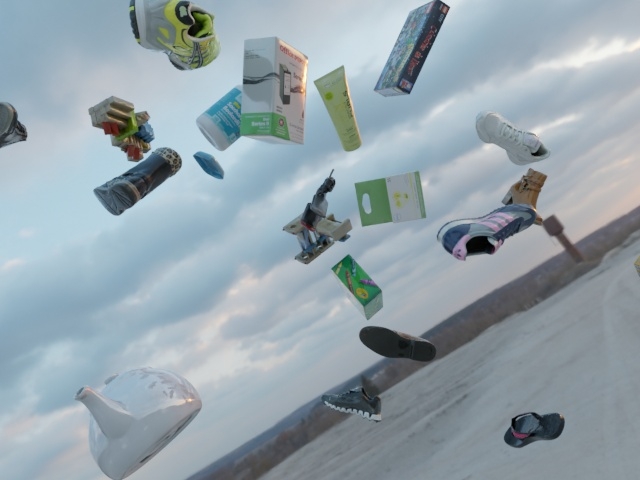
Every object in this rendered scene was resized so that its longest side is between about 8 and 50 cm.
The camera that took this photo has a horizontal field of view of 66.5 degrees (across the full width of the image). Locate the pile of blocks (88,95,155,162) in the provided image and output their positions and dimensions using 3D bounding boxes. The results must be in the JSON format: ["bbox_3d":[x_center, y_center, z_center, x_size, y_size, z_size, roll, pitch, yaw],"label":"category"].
[{"bbox_3d":[-0.621,-0.343,1.617,0.148,0.113,0.362,-14,-9,-1],"label":"pile of blocks"}]

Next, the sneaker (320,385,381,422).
[{"bbox_3d":[0.117,0.578,1.778,0.234,0.106,0.078,10,-7,19],"label":"sneaker"}]

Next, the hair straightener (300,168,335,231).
[{"bbox_3d":[0.014,-0.105,1.109,0.089,0.047,0.230,-50,6,29],"label":"hair straightener"}]

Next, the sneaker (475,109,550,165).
[{"bbox_3d":[0.667,-0.364,1.681,0.152,0.305,0.114,12,78,65],"label":"sneaker"}]

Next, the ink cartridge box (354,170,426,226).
[{"bbox_3d":[0.248,-0.145,1.744,0.234,0.171,0.056,-9,6,9],"label":"ink cartridge box"}]

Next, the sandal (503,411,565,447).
[{"bbox_3d":[0.403,0.360,0.948,0.067,0.040,0.179,-59,-5,-29],"label":"sandal"}]

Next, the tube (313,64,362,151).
[{"bbox_3d":[0.056,-0.356,1.348,0.070,0.062,0.240,-62,-35,-34],"label":"tube"}]

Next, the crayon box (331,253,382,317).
[{"bbox_3d":[0.130,0.166,1.665,0.081,0.165,0.278,-39,-19,-6],"label":"crayon box"}]

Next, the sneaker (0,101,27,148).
[{"bbox_3d":[-0.907,-0.344,1.422,0.222,0.083,0.118,-25,9,38],"label":"sneaker"}]

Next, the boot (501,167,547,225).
[{"bbox_3d":[0.688,-0.146,1.586,0.072,0.197,0.152,25,-70,-31],"label":"boot"}]

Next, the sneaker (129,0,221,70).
[{"bbox_3d":[-0.325,-0.519,1.248,0.147,0.145,0.385,0,14,11],"label":"sneaker"}]

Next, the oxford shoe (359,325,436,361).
[{"bbox_3d":[0.207,0.283,1.348,0.076,0.212,0.076,-79,5,-87],"label":"oxford shoe"}]

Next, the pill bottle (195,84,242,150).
[{"bbox_3d":[-0.301,-0.451,1.735,0.264,0.146,0.146,-44,-14,-11],"label":"pill bottle"}]

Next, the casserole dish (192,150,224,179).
[{"bbox_3d":[-0.487,-0.335,2.154,0.037,0.114,0.188,-62,-23,-18],"label":"casserole dish"}]

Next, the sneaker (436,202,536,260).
[{"bbox_3d":[0.510,-0.013,1.426,0.318,0.131,0.112,-17,-49,-9],"label":"sneaker"}]

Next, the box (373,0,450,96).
[{"bbox_3d":[0.233,-0.494,1.274,0.233,0.044,0.159,-65,19,6],"label":"box"}]

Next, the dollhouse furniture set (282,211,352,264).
[{"bbox_3d":[0.000,0.000,1.490,0.129,0.183,0.129,-38,-54,-26],"label":"dollhouse furniture set"}]

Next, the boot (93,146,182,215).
[{"bbox_3d":[-0.738,-0.242,1.969,0.377,0.138,0.284,-8,34,51],"label":"boot"}]

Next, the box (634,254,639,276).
[{"bbox_3d":[1.063,0.047,1.568,0.136,0.028,0.081,-52,-54,-8],"label":"box"}]

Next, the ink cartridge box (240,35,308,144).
[{"bbox_3d":[-0.141,-0.456,1.522,0.121,0.290,0.211,5,5,25],"label":"ink cartridge box"}]

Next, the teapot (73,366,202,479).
[{"bbox_3d":[-0.393,0.361,1.045,0.252,0.187,0.256,-31,-18,-50],"label":"teapot"}]
